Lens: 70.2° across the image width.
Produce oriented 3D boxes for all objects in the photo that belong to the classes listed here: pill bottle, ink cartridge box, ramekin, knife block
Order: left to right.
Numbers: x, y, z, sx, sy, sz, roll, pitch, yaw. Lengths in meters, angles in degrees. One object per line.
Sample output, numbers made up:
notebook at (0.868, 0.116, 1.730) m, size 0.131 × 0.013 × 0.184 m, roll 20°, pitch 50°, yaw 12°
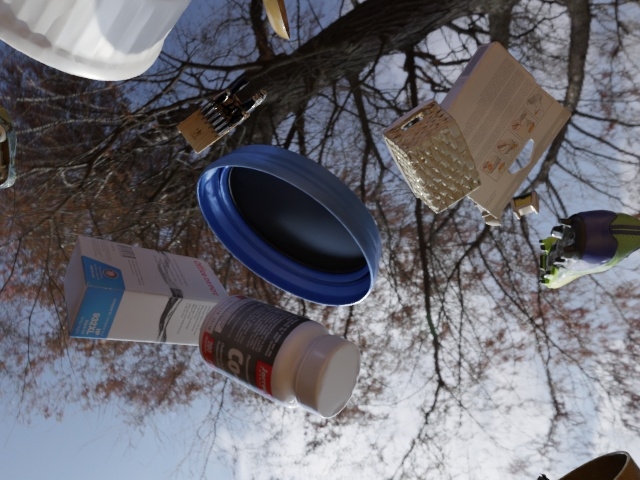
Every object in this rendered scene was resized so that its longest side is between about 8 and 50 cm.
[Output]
ramekin at (-0.272, -0.339, 0.512) m, size 0.277 × 0.135 × 0.277 m, roll 32°, pitch -135°, yaw -38°
ink cartridge box at (-0.393, 0.118, 1.033) m, size 0.307 × 0.223 × 0.129 m, roll 15°, pitch -73°, yaw -37°
knife block at (-0.253, -0.342, 1.216) m, size 0.242 × 0.275 × 0.088 m, roll -34°, pitch -72°, yaw 6°
pill bottle at (-0.079, 0.213, 0.859) m, size 0.161 × 0.283 × 0.161 m, roll -22°, pitch -62°, yaw -49°
ink cartridge box at (0.381, -0.241, 1.034) m, size 0.261 × 0.066 × 0.296 m, roll 32°, pitch -84°, yaw -21°

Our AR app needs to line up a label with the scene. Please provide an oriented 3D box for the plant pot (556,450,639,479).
plant pot at (0.444, 0.488, 0.654) m, size 0.237 × 0.254 × 0.237 m, roll -27°, pitch -29°, yaw -16°

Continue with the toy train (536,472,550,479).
toy train at (0.376, 0.408, 0.720) m, size 0.027 × 0.036 × 0.158 m, roll -52°, pitch -53°, yaw -14°

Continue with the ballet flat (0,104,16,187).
ballet flat at (-0.724, -0.207, 1.021) m, size 0.070 × 0.070 × 0.188 m, roll -9°, pitch -67°, yaw -33°

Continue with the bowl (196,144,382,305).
bowl at (-0.060, -0.020, 0.893) m, size 0.391 × 0.391 × 0.077 m, roll 50°, pitch -124°, yaw -25°

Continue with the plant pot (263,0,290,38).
plant pot at (-0.107, -0.540, 0.946) m, size 0.032 × 0.236 × 0.236 m, roll -11°, pitch -79°, yaw 6°

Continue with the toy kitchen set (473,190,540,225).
toy kitchen set at (0.564, -0.167, 1.424) m, size 0.207 × 0.166 × 0.122 m, roll 43°, pitch -137°, yaw -33°

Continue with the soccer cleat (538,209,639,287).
soccer cleat at (0.417, 0.023, 0.716) m, size 0.289 × 0.121 × 0.093 m, roll 38°, pitch -126°, yaw -69°

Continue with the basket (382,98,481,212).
basket at (0.206, -0.148, 0.825) m, size 0.113 × 0.103 × 0.167 m, roll -34°, pitch -54°, yaw 6°
